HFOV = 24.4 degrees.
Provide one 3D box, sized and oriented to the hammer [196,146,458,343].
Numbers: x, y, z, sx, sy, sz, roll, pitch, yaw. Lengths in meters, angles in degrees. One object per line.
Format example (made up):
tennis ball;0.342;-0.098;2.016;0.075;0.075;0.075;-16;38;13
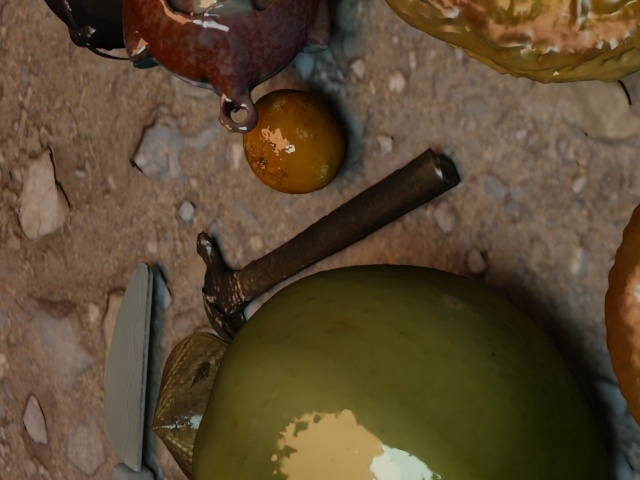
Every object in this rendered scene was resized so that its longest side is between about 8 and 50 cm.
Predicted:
hammer;-0.001;0.000;1.148;0.297;0.027;0.125;-32;72;44

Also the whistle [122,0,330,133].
whistle;-0.079;-0.241;1.111;0.142;0.133;0.346;-12;74;17

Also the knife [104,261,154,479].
knife;-0.177;0.180;1.352;0.080;0.044;0.331;12;102;54

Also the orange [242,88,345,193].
orange;-0.021;-0.073;1.119;0.083;0.070;0.083;37;153;22

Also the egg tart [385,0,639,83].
egg tart;0.149;-0.254;0.870;0.341;0.129;0.341;13;110;39

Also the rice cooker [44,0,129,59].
rice cooker;-0.163;-0.249;1.202;0.118;0.142;0.203;-8;93;35

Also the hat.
hat;-0.117;0.155;1.263;0.146;0.067;0.146;8;101;45

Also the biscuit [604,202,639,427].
biscuit;0.264;0.047;0.849;0.220;0.066;0.220;6;98;43

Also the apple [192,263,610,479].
apple;0.050;0.147;0.976;0.279;0.279;0.279;9;102;46
